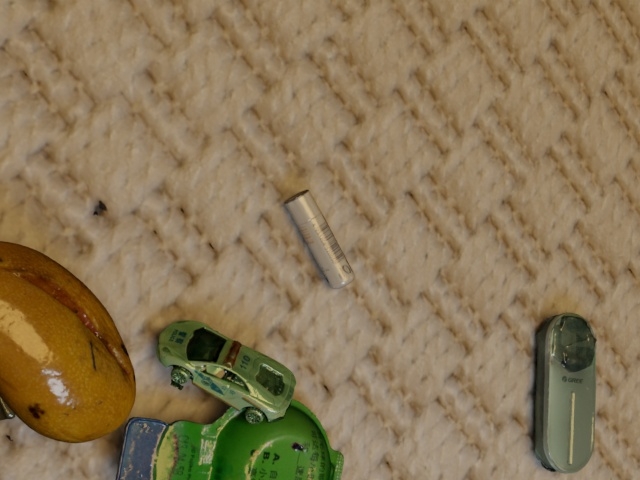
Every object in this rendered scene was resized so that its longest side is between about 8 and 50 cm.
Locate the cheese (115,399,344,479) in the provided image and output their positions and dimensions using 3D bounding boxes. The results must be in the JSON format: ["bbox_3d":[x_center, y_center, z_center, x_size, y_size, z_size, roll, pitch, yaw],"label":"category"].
[{"bbox_3d":[-0.105,0.286,1.294,0.320,0.083,0.204,15,79,-31],"label":"cheese"}]

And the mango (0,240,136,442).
[{"bbox_3d":[-0.309,0.105,1.141,0.295,0.120,0.177,58,23,-33],"label":"mango"}]

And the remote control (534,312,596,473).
[{"bbox_3d":[0.379,0.235,1.600,0.104,0.052,0.247,11,79,-30],"label":"remote control"}]

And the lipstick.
[{"bbox_3d":[0.000,0.000,1.412,0.040,0.040,0.141,-35,102,-29],"label":"lipstick"}]

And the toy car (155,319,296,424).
[{"bbox_3d":[-0.116,0.158,1.279,0.186,0.058,0.093,29,41,-6],"label":"toy car"}]

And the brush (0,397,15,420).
[{"bbox_3d":[-0.410,0.073,1.159,0.048,0.054,0.282,-33,103,-54],"label":"brush"}]
